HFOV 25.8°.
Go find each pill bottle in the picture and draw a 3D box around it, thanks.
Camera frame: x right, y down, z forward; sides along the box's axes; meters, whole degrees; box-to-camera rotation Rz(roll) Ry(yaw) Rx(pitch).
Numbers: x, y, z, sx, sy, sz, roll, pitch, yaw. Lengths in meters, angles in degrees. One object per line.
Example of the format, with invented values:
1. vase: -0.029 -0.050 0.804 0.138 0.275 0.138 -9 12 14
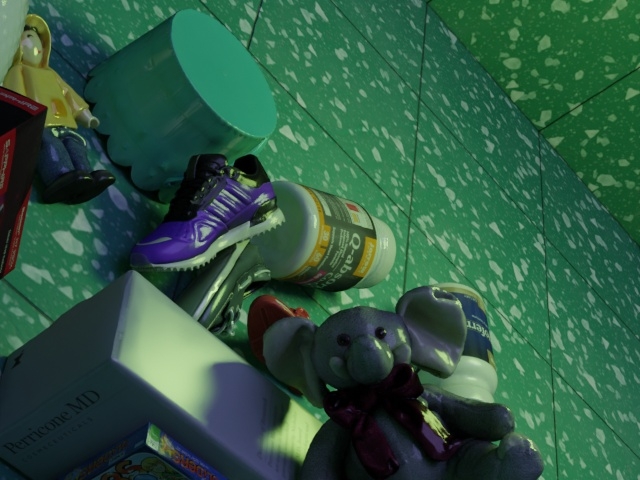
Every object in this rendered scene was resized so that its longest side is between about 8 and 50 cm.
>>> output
1. pill bottle: 0.237 0.218 2.517 0.153 0.153 0.264 37 33 -35
2. pill bottle: 0.000 0.000 2.345 0.278 0.162 0.162 15 48 -53

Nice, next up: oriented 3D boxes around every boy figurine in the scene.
1. boy figurine: -0.386 -0.190 1.983 0.177 0.092 0.285 1 63 -56

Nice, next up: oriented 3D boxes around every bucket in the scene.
1. bucket: -0.212 -0.215 2.196 0.281 0.183 0.281 40 31 -30

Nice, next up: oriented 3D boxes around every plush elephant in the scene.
1. plush elephant: 0.074 0.188 1.655 0.330 0.272 0.255 -133 -159 -81

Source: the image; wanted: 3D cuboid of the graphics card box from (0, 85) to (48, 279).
1. graphics card box: -0.438 -0.012 1.536 0.094 0.232 0.371 23 26 9

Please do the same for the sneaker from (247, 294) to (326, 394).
1. sneaker: -0.064 0.135 2.171 0.128 0.087 0.221 -108 175 -48

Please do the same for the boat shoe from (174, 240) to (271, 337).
1. boat shoe: -0.141 0.086 2.065 0.099 0.116 0.319 51 21 -10

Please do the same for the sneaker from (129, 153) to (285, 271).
1. sneaker: -0.181 -0.051 2.060 0.293 0.102 0.146 -28 112 -46

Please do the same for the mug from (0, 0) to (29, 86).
1. mug: -0.488 -0.291 1.767 0.374 0.276 0.328 72 11 -60

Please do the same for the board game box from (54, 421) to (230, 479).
1. board game box: -0.220 0.297 1.600 0.136 0.201 0.035 41 30 -28

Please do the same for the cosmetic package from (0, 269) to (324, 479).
1. cosmetic package: -0.157 0.266 1.712 0.453 0.230 0.161 42 30 -27
